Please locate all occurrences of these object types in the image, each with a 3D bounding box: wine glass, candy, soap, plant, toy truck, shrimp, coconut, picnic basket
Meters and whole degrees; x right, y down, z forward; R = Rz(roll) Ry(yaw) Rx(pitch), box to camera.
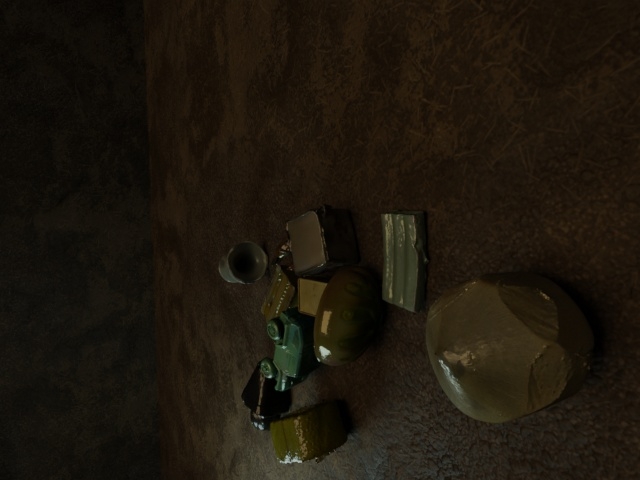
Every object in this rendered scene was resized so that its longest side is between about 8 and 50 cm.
[{"bbox_3d":[-0.315,0.095,1.616,0.196,0.164,0.165,-16,81,57],"label":"wine glass"},{"bbox_3d":[0.000,0.000,1.181,0.195,0.137,0.185,-25,74,51],"label":"candy"},{"bbox_3d":[-0.125,0.204,1.431,0.135,0.076,0.233,51,131,39],"label":"soap"},{"bbox_3d":[-0.202,0.575,1.525,0.164,0.141,0.256,14,101,52],"label":"plant"},{"bbox_3d":[-0.082,0.347,1.325,0.156,0.155,0.279,28,116,40],"label":"toy truck"},{"bbox_3d":[-0.088,0.035,1.345,0.187,0.051,0.133,-39,53,27],"label":"shrimp"},{"bbox_3d":[0.300,0.171,0.688,0.245,0.247,0.245,6,98,55],"label":"coconut"},{"bbox_3d":[0.008,0.167,1.228,0.164,0.079,0.115,7,98,49],"label":"picnic basket"}]

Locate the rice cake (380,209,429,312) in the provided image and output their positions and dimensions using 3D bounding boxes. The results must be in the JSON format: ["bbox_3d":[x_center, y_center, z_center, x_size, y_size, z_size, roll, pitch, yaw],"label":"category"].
[{"bbox_3d":[0.199,0.046,0.988,0.127,0.043,0.237,9,102,54],"label":"rice cake"}]

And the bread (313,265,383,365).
[{"bbox_3d":[0.065,0.204,1.053,0.158,0.156,0.261,13,102,21],"label":"bread"}]

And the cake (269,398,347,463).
[{"bbox_3d":[-0.036,0.585,1.263,0.260,0.179,0.156,-39,62,52],"label":"cake"}]
